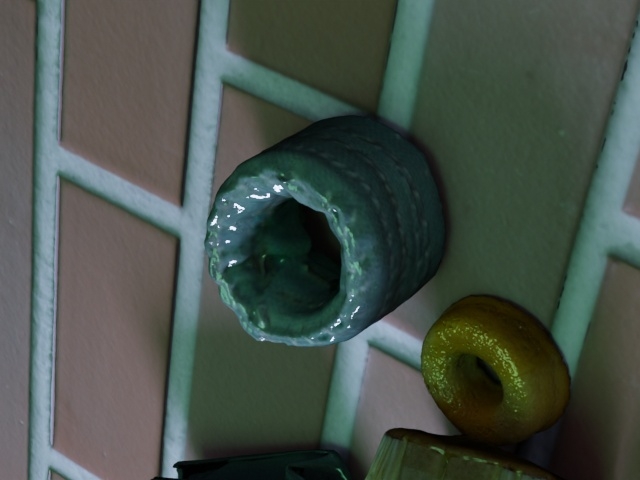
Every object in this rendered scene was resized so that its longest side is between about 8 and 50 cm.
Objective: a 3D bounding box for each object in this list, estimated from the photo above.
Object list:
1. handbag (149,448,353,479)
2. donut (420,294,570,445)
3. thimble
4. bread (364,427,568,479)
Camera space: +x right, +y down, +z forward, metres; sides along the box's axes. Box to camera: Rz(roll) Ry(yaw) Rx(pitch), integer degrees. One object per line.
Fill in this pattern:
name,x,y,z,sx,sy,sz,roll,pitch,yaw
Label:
handbag,-0.039,0.364,1.548,0.274,0.100,0.269,-10,109,42
donut,0.161,0.129,1.293,0.152,0.058,0.152,18,121,33
thimble,0.000,0.000,1.296,0.198,0.143,0.235,45,134,12
bread,0.151,0.248,1.268,0.192,0.210,0.110,11,76,35
